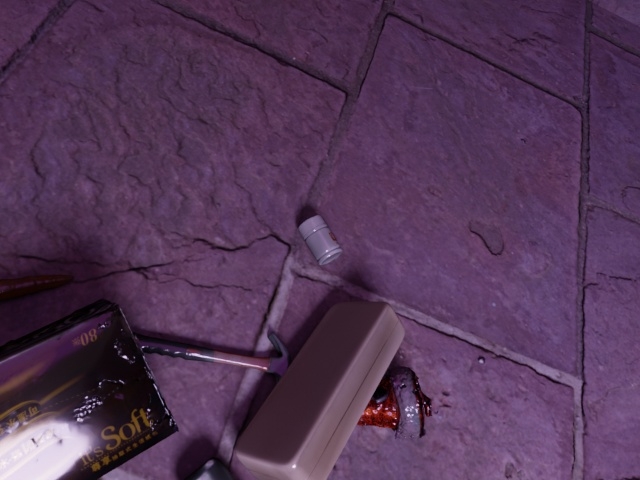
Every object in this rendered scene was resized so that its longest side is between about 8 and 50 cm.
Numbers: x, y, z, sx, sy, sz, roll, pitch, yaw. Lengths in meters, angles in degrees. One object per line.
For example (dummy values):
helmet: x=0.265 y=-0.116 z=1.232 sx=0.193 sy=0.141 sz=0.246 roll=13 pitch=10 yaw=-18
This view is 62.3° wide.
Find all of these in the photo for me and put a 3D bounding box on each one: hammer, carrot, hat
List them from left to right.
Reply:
carrot: x=-0.514 y=0.078 z=0.851 sx=0.216 sy=0.048 sz=0.048 roll=-7 pitch=67 yaw=-27
hammer: x=-0.188 y=0.198 z=0.908 sx=0.288 sy=0.033 sz=0.111 roll=12 pitch=62 yaw=-13
hat: x=0.080 y=0.288 z=0.930 sx=0.228 sy=0.128 sz=0.140 roll=-8 pitch=24 yaw=-5

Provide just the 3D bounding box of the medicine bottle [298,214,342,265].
medicine bottle: x=0.000 y=0.000 z=1.061 sx=0.057 sy=0.057 sz=0.089 roll=-24 pitch=74 yaw=-28

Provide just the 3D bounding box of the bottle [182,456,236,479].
bottle: x=-0.108 y=0.443 z=0.788 sx=0.253 sy=0.079 sz=0.096 roll=49 pitch=21 yaw=10

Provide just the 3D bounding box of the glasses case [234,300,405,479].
glasses case: x=0.010 y=0.240 z=0.872 sx=0.336 sy=0.144 sz=0.076 roll=-51 pitch=121 yaw=-36

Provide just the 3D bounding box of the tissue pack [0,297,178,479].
tissue pack: x=-0.403 y=0.241 z=0.699 sx=0.370 sy=0.198 sz=0.209 roll=-27 pitch=96 yaw=-29
